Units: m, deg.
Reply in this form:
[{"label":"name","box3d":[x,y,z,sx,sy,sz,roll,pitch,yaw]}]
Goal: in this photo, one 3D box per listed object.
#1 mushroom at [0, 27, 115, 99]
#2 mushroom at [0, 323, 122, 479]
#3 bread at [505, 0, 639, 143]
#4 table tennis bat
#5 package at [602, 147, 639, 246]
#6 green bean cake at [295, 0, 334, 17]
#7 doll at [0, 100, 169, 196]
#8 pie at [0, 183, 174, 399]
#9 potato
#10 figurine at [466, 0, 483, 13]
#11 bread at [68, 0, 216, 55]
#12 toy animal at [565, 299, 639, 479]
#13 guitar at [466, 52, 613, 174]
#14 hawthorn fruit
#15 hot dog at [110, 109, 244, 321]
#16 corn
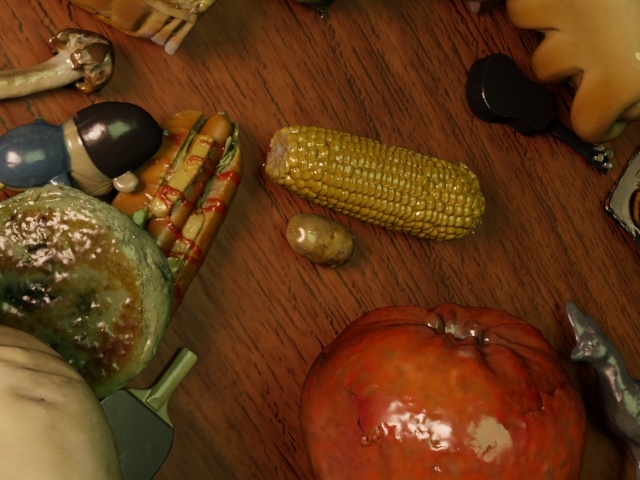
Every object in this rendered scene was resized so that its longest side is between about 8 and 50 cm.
[{"label":"mushroom","box3d":[-0.261,-0.145,0.792,0.187,0.061,0.060,-15,97,-32]},{"label":"mushroom","box3d":[-0.290,0.152,0.591,0.315,0.315,0.356,-7,79,-36]},{"label":"bread","box3d":[0.370,-0.274,1.141,0.316,0.211,0.270,-39,116,-26]},{"label":"table tennis bat","box3d":[-0.162,0.161,0.840,0.087,0.013,0.156,47,60,-20]},{"label":"package","box3d":[0.494,-0.009,1.320,0.239,0.030,0.154,51,56,-17]},{"label":"green bean cake","box3d":[0.006,-0.401,0.959,0.247,0.156,0.250,46,60,-19]},{"label":"doll","box3d":[-0.215,-0.069,0.796,0.179,0.089,0.102,-18,67,-16]},{"label":"pie","box3d":[-0.213,0.047,0.755,0.187,0.041,0.187,-2,102,-7]},{"label":"potato","box3d":[0.000,0.000,0.962,0.083,0.040,0.051,24,57,-32]},{"label":"figurine","box3d":[0.195,-0.346,1.105,0.125,0.138,0.125,0,82,0]},{"label":"bread","box3d":[-0.199,-0.281,0.824,0.241,0.107,0.136,31,64,-28]},{"label":"toy animal","box3d":[0.424,0.248,1.195,0.367,0.081,0.206,35,53,-26]},{"label":"guitar","box3d":[0.295,-0.150,1.195,0.271,0.038,0.084,24,71,-30]},{"label":"hawthorn fruit","box3d":[0.122,0.215,0.896,0.276,0.276,0.307,-15,106,-36]},{"label":"hot dog","box3d":[-0.137,-0.021,0.848,0.104,0.076,0.250,38,65,-24]},{"label":"corn","box3d":[0.064,-0.060,0.987,0.260,0.091,0.091,14,109,-29]}]
